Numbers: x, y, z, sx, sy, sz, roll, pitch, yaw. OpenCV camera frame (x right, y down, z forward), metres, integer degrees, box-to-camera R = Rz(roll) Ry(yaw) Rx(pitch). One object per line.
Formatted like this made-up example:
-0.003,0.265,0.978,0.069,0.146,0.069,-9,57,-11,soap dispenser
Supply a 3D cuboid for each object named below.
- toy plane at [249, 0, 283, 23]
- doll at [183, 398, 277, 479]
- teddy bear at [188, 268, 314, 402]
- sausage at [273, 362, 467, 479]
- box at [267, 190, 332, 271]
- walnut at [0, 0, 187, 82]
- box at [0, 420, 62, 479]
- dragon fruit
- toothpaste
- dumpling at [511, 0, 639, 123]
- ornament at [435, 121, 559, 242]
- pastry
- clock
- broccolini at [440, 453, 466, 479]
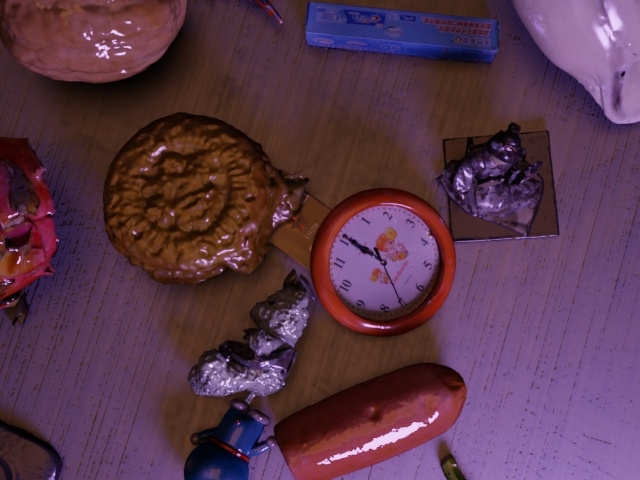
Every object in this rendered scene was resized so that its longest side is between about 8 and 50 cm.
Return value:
-0.115,-0.381,1.417,0.130,0.061,0.189,-40,86,-4,toy plane
-0.129,0.293,1.316,0.114,0.085,0.152,22,73,20,doll
-0.072,0.145,1.311,0.213,0.133,0.111,-43,90,-16,teddy bear
0.071,0.239,1.295,0.259,0.113,0.113,-22,82,1,sausage
0.000,0.000,1.376,0.133,0.023,0.090,36,84,7,box
-0.313,-0.328,1.341,0.257,0.257,0.224,-12,50,1,walnut
-0.484,0.341,1.345,0.212,0.042,0.201,25,82,5,box
-0.505,-0.012,1.273,0.291,0.269,0.250,-22,74,-29,dragon fruit
0.115,-0.297,1.389,0.272,0.066,0.053,7,82,4,toothpaste
0.416,-0.367,1.310,0.315,0.233,0.395,-26,96,-4,dumpling
0.241,-0.088,1.290,0.166,0.196,0.153,-5,81,3,ornament
-0.173,-0.053,1.329,0.235,0.132,0.240,33,88,14,pastry
0.086,0.030,1.338,0.205,0.051,0.205,-1,93,-11,clock
0.225,0.383,1.295,0.067,0.058,0.216,-30,81,2,broccolini
